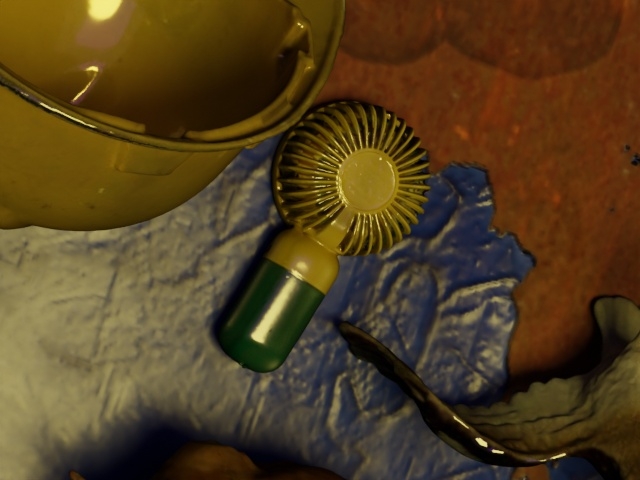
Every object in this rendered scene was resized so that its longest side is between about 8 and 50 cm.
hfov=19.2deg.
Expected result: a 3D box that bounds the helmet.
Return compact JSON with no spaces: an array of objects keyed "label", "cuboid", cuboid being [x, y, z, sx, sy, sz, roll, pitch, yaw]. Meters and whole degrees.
[{"label":"helmet","cuboid":[-0.115,-0.083,0.879,0.205,0.257,0.140,41,123,4]}]

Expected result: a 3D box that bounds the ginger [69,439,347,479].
[{"label":"ginger","cuboid":[-0.113,0.243,0.896,0.418,0.176,0.254,-23,94,-18]}]

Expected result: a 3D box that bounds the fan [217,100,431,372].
[{"label":"fan","cuboid":[0.000,0.000,0.981,0.082,0.039,0.155,32,85,-19]}]

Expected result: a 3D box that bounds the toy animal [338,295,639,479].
[{"label":"toy animal","cuboid":[0.151,0.096,0.970,0.272,0.197,0.160,34,80,-14]}]
